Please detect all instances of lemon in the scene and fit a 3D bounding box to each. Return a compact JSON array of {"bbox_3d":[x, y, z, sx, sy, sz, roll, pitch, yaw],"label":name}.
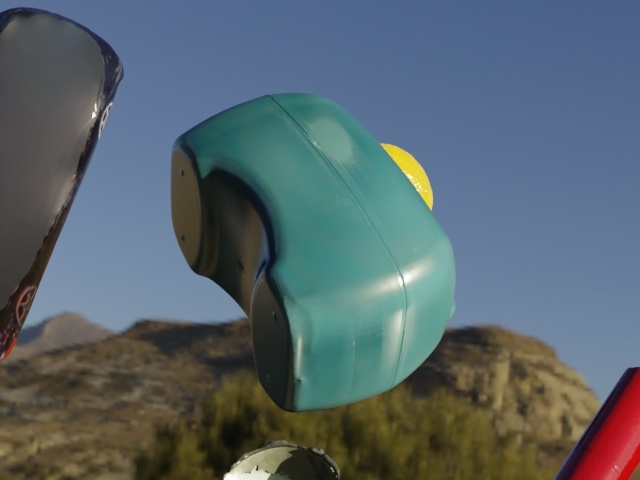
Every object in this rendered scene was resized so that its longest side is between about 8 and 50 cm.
[{"bbox_3d":[0.108,-0.073,1.938,0.187,0.142,0.142,46,-28,-22],"label":"lemon"}]

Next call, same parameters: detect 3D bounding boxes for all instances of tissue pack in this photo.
[{"bbox_3d":[0.000,0.000,1.125,0.206,0.287,0.198,-21,-39,-22],"label":"tissue pack"}]

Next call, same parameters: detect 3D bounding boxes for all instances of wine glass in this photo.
[{"bbox_3d":[-0.029,0.352,1.361,0.156,0.156,0.232,4,-42,17],"label":"wine glass"}]

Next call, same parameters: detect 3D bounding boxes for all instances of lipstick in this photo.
[{"bbox_3d":[0.297,0.255,1.312,0.073,0.280,0.073,30,-33,22],"label":"lipstick"}]

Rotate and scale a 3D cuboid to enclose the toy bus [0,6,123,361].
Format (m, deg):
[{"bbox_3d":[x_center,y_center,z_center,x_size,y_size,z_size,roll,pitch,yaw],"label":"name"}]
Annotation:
[{"bbox_3d":[-0.281,-0.045,1.047,0.127,0.303,0.147,23,-12,-17],"label":"toy bus"}]
